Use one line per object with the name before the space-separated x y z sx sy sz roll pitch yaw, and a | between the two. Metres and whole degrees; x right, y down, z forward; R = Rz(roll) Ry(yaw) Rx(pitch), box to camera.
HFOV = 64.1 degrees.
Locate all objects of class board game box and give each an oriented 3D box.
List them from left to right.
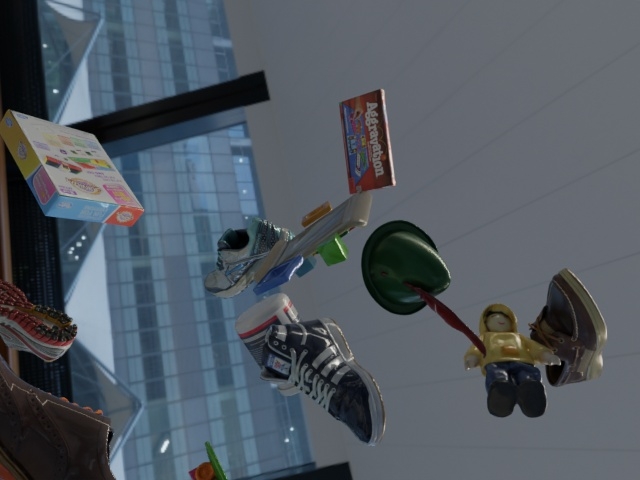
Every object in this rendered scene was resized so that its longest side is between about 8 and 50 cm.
board game box | -0.622 -0.176 1.281 0.064 0.242 0.316 -48 -115 17
board game box | 0.135 -0.286 1.500 0.145 0.027 0.281 -9 -94 34

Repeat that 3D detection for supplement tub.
supplement tub | -0.121 0.318 1.581 0.272 0.191 0.191 59 -30 -7

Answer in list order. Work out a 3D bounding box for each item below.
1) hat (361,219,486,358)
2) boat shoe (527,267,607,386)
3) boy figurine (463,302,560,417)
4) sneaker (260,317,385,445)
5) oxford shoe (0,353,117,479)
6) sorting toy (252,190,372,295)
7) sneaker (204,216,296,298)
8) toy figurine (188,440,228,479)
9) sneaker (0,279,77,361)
hat | 0.198 0.057 0.882 0.173 0.208 0.184 -53 -161 -17
boat shoe | 0.504 0.201 1.069 0.123 0.123 0.342 -110 174 -48
boy figurine | 0.374 0.225 1.011 0.285 0.177 0.092 -63 147 -63
sneaker | -0.010 0.235 0.866 0.282 0.153 0.099 -126 -136 -54
oxford shoe | -0.244 0.176 0.455 0.271 0.098 0.097 47 -36 18
sorting toy | 0.000 0.000 0.832 0.196 0.347 0.047 -30 -77 18
sneaker | -0.184 0.029 1.132 0.283 0.122 0.110 -33 -146 35
toy figurine | -0.185 0.387 0.682 0.173 0.159 0.130 48 -27 36
sneaker | -0.565 0.150 0.929 0.092 0.225 0.088 -55 -175 25
